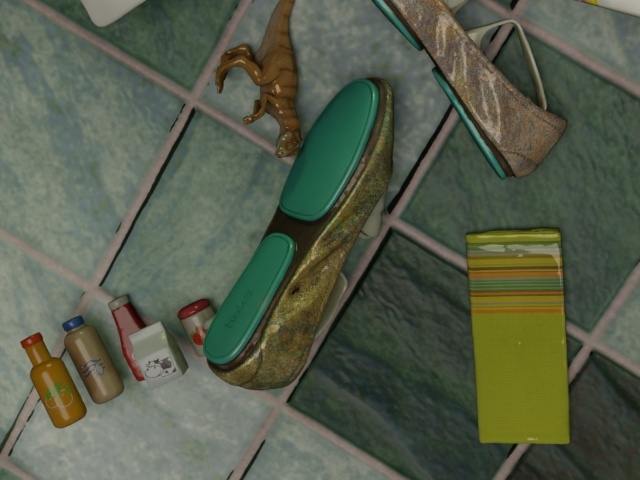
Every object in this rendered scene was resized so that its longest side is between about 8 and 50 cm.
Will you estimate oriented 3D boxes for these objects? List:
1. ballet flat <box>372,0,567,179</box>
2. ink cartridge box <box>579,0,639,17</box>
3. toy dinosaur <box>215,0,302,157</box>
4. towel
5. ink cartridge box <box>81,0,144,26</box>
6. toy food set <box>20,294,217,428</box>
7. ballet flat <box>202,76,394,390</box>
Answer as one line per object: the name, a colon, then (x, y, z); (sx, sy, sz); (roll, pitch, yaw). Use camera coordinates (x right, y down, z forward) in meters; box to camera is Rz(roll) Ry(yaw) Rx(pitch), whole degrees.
ballet flat: (0.138, -0.209, 1.376); (0.106, 0.107, 0.316); (-36, 102, 8)
ink cartridge box: (0.275, -0.261, 1.309); (0.231, 0.134, 0.078); (17, 105, 8)
toy dinosaur: (-0.051, -0.188, 1.441); (0.112, 0.064, 0.211); (0, 87, 4)
towel: (0.212, 0.103, 1.467); (0.102, 0.021, 0.237); (-1, 103, 17)
ink cartridge box: (-0.112, -0.383, 1.369); (0.353, 0.119, 0.207); (-28, 96, 15)
toy food set: (-0.201, 0.105, 1.503); (0.232, 0.111, 0.104); (-25, 96, 9)
ballet flat: (0.000, 0.000, 1.431); (0.123, 0.123, 0.348); (28, 88, 4)
